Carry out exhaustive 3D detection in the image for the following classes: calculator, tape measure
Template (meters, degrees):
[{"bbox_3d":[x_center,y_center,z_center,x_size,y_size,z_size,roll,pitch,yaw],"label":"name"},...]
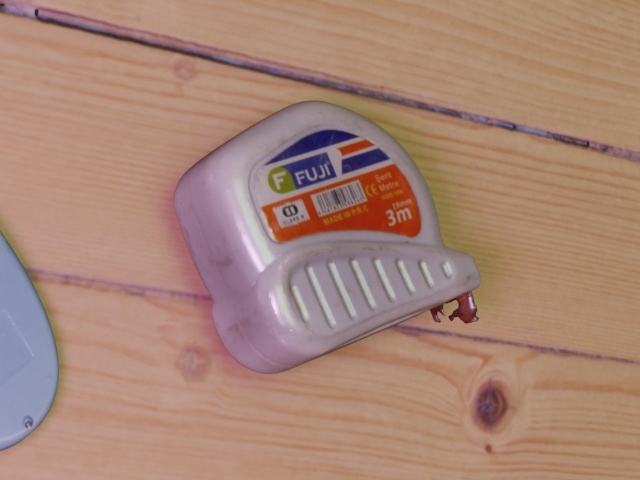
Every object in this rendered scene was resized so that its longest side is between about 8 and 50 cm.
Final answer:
[{"bbox_3d":[-0.337,0.045,1.402,0.188,0.042,0.302,-43,107,-43],"label":"calculator"},{"bbox_3d":[0.000,0.000,1.592,0.258,0.130,0.265,-20,83,-36],"label":"tape measure"}]
